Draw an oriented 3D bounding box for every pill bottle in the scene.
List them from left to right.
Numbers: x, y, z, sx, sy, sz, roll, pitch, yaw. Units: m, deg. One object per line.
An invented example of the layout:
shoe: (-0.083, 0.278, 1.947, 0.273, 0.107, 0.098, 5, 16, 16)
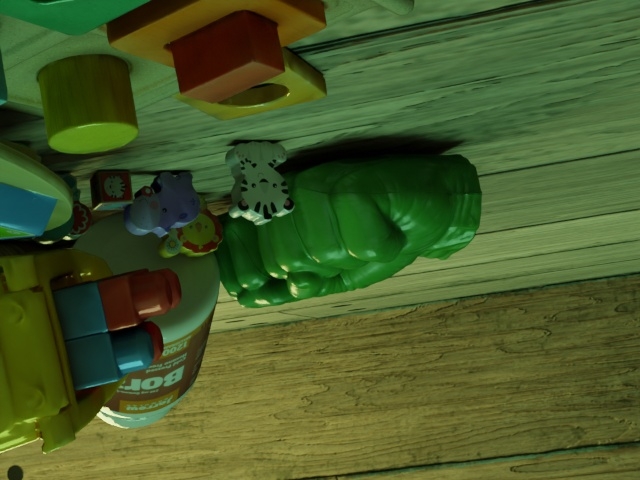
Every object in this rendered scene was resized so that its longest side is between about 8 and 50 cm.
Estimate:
pill bottle: (-0.157, 0.079, 0.831, 0.121, 0.121, 0.216, -5, 149, -17)

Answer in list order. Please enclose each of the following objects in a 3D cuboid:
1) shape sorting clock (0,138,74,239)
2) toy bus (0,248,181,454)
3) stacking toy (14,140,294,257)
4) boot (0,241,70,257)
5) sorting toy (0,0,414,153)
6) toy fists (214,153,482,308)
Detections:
shape sorting clock: (-0.220, -0.034, 0.452, 0.206, 0.040, 0.206, 7, 169, 2)
toy bus: (-0.188, 0.062, 0.613, 0.211, 0.149, 0.220, -14, -178, -1)
stacking toy: (-0.145, -0.019, 0.643, 0.221, 0.052, 0.167, -3, 170, -28)
boot: (-0.340, 0.056, 0.885, 0.283, 0.109, 0.220, -19, 172, 24)
sorting toy: (-0.086, -0.071, 0.350, 0.196, 0.047, 0.348, -12, 171, 30)
toy fists: (0.000, 0.000, 0.762, 0.142, 0.096, 0.279, -2, 172, -25)
